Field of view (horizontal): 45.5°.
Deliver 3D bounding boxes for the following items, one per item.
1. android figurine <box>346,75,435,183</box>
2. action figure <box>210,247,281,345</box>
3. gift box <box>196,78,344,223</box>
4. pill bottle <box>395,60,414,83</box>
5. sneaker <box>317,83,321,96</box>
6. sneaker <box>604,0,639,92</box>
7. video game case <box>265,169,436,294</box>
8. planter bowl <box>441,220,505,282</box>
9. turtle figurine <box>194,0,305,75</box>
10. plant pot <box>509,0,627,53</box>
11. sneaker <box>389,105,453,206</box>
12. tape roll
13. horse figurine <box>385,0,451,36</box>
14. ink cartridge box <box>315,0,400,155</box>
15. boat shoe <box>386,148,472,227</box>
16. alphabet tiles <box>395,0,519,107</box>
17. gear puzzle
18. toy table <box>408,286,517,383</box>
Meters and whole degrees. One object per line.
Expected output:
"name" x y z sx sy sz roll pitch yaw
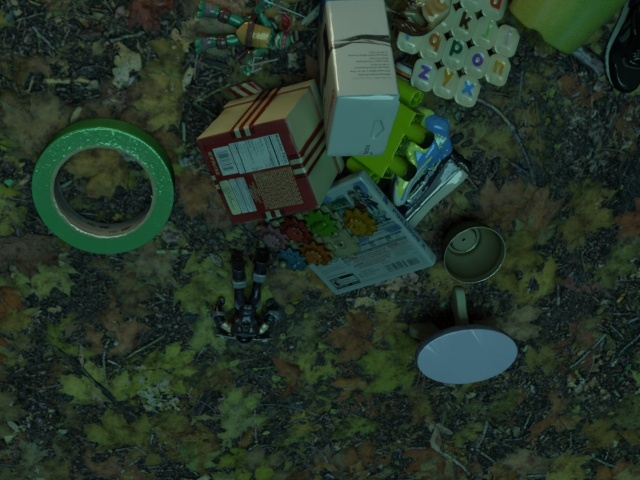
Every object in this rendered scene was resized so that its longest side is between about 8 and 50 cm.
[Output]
"android figurine" 0.133 -0.254 1.745 0.056 0.273 0.248 1 121 -49
"action figure" -0.189 0.164 1.987 0.186 0.099 0.284 -1 121 -16
"gift box" -0.121 -0.211 1.719 0.277 0.258 0.255 -4 120 21
"pill bottle" 0.186 -0.336 1.794 0.086 0.086 0.152 18 112 -16
"sneaker" 0.010 -0.301 1.804 0.059 0.053 0.144 -10 118 -6
"sneaker" 0.752 -0.477 1.788 0.107 0.124 0.283 -1 117 -8
"video game case" 0.069 -0.008 1.868 0.329 0.036 0.300 -20 122 41
"planter bowl" 0.385 0.014 1.987 0.162 0.109 0.162 -4 118 -7
"turtle figurine" -0.152 -0.449 1.670 0.234 0.118 0.175 10 100 3
"plant pot" 0.560 -0.558 1.661 0.276 0.276 0.254 25 121 -19
"sneaker" 0.240 -0.187 1.773 0.126 0.091 0.240 10 108 -7
"tape roll" -0.507 -0.125 1.801 0.322 0.077 0.321 -4 117 -8
"horse figurine" 0.242 -0.548 1.670 0.175 0.066 0.263 28 86 -12
"ink cartridge box" 0.070 -0.361 1.602 0.129 0.307 0.223 -2 155 -7
"boat shoe" 0.200 -0.124 1.897 0.158 0.127 0.340 43 100 -13
"alphabet tiles" 0.314 -0.458 1.743 0.284 0.021 0.277 16 92 -16
"gear puzzle" 0.000 0.000 1.849 0.339 0.044 0.175 -16 124 39
"toy table" 0.379 0.272 2.087 0.275 0.161 0.252 9 114 -14
